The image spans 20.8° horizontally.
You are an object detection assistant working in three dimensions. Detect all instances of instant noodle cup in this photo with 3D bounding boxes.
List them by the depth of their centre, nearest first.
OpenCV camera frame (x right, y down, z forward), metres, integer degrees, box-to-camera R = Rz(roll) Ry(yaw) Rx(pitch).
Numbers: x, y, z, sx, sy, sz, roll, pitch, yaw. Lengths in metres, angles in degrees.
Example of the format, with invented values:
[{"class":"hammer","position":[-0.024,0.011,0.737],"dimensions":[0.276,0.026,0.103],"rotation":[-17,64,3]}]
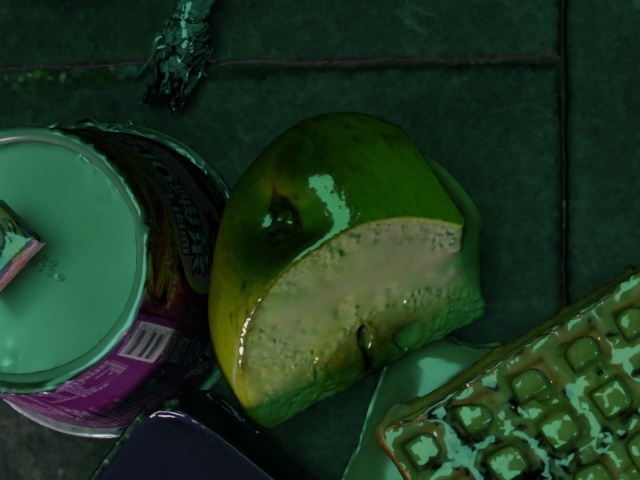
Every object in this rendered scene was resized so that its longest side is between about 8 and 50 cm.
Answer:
[{"class":"instant noodle cup","position":[-0.256,0.027,1.700],"dimensions":[0.340,0.266,0.339],"rotation":[-1,85,12]}]

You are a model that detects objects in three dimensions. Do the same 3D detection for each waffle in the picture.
[{"class":"waffle","position":[0.265,0.183,1.637],"dimensions":[0.376,0.114,0.261],"rotation":[-30,89,0]}]

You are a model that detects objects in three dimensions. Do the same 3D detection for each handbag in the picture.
[{"class":"handbag","position":[-0.101,0.348,1.703],"dimensions":[0.329,0.122,0.303],"rotation":[38,102,8]}]

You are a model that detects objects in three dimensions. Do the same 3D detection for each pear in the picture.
[{"class":"pear","position":[0.000,0.000,1.625],"dimensions":[0.286,0.282,0.176],"rotation":[-28,56,-3]}]

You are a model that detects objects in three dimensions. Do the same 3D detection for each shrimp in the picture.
[{"class":"shrimp","position":[-0.144,-0.216,1.802],"dimensions":[0.082,0.076,0.174],"rotation":[22,89,34]}]

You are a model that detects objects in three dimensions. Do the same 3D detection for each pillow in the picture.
[{"class":"pillow","position":[0.100,0.184,1.726],"dimensions":[0.119,0.053,0.208],"rotation":[18,91,11]}]

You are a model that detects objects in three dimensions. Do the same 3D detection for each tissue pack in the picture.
[{"class":"tissue pack","position":[-0.296,0.011,1.556],"dimensions":[0.063,0.035,0.083],"rotation":[42,93,12]}]
